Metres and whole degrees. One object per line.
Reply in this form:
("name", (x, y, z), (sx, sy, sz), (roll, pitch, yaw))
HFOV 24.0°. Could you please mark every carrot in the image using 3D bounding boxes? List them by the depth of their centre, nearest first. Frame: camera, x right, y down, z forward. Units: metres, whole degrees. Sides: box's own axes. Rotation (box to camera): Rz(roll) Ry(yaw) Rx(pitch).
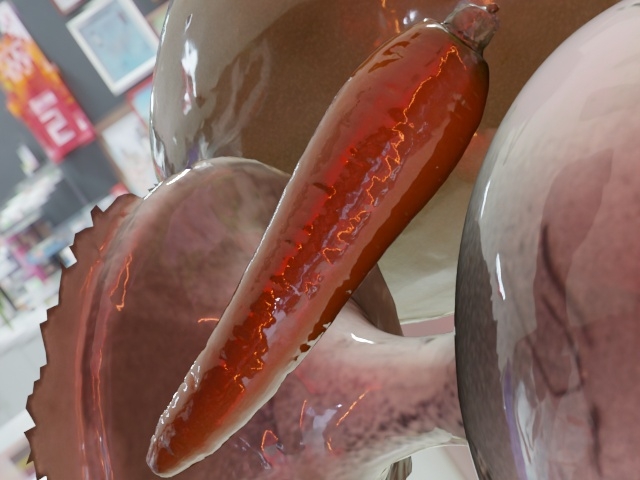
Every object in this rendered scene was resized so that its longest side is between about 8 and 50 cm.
("carrot", (0.000, 0.000, 0.365), (0.142, 0.035, 0.035), (-56, 9, 0))

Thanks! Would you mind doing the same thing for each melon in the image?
("melon", (0.054, -0.093, 0.736), (0.272, 0.272, 0.308), (-42, -4, -42))

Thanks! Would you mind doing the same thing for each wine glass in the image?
("wine glass", (0.101, 0.041, 0.457), (0.323, 0.238, 0.238), (-14, 19, 37))
